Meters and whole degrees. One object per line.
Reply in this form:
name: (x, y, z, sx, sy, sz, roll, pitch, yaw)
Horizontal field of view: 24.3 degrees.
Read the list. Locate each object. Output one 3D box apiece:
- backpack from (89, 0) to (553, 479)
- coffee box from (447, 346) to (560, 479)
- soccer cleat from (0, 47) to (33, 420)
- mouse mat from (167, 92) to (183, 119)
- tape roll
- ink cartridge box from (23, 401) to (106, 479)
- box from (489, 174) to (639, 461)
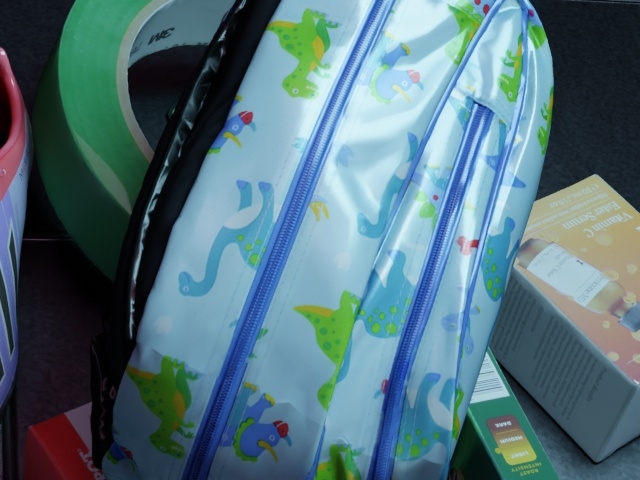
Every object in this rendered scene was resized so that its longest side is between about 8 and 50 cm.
backpack: (0.000, 0.000, 0.850, 0.273, 0.290, 0.355, 36, 58, 4)
coffee box: (0.106, 0.160, 0.944, 0.040, 0.113, 0.184, -7, 50, -23)
soccer cleat: (-0.250, -0.001, 1.007, 0.109, 0.116, 0.318, 6, 45, -9)
mouse mat: (-0.015, -0.106, 1.253, 0.190, 0.007, 0.152, 25, 45, 9)
tape roll: (-0.049, -0.079, 1.104, 0.321, 0.077, 0.321, 13, 54, -19)
ink cartridge box: (-0.091, 0.159, 0.917, 0.231, 0.078, 0.134, -21, 54, -30)
box: (0.202, 0.053, 1.090, 0.130, 0.091, 0.170, -23, 55, -32)
